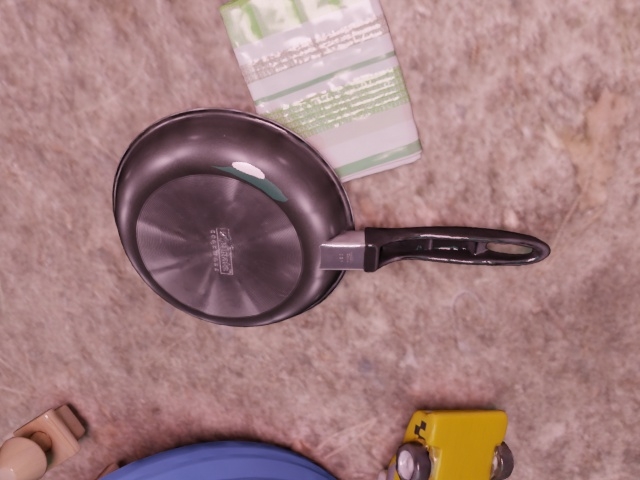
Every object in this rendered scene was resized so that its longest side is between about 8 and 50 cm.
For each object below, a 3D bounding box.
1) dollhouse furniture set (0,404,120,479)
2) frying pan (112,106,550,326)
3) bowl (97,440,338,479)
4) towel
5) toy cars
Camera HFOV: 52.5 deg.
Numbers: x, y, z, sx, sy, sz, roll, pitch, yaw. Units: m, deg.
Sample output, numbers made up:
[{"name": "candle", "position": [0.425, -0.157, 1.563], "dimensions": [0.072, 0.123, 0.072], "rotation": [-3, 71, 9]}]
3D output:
[{"name": "dollhouse furniture set", "position": [-0.312, 0.329, 0.568], "dimensions": [0.303, 0.174, 0.355], "rotation": [-31, 97, 16]}, {"name": "frying pan", "position": [-0.014, 0.021, 0.509], "dimensions": [0.326, 0.053, 0.197], "rotation": [25, 124, -4]}, {"name": "bowl", "position": [-0.100, 0.370, 0.546], "dimensions": [0.391, 0.077, 0.390], "rotation": [-4, 99, -27]}, {"name": "towel", "position": [0.003, -0.117, 0.481], "dimensions": [0.113, 0.023, 0.152], "rotation": [-17, 108, 8]}, {"name": "toy cars", "position": [0.145, 0.311, 0.606], "dimensions": [0.176, 0.087, 0.393], "rotation": [-36, 111, -16]}]
